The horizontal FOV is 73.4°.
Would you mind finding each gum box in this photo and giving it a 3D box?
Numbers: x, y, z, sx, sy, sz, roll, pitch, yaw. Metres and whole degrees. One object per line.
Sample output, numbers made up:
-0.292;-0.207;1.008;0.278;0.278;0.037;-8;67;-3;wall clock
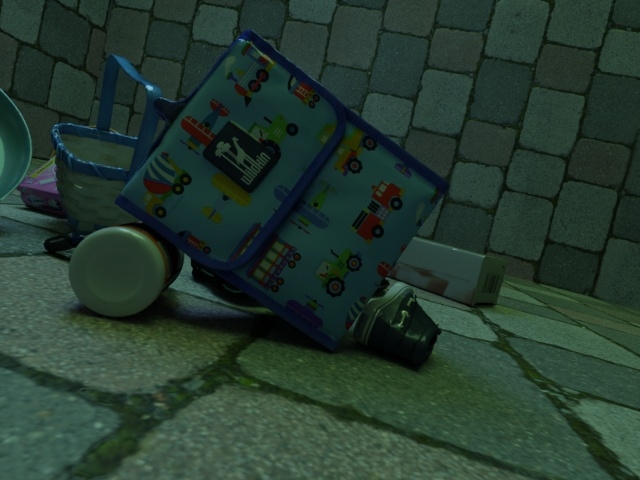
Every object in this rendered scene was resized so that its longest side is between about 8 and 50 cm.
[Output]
-0.538;-0.130;0.926;0.107;0.062;0.189;13;42;4;gum box

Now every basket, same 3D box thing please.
-0.368;-0.167;0.778;0.200;0.289;0.255;0;32;-39;basket

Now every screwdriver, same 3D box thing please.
-0.294;-0.004;0.548;0.169;0.025;0.024;-7;-47;27;screwdriver

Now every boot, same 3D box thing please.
0.113;0.108;0.552;0.086;0.069;0.190;23;16;22;boot

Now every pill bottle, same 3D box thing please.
-0.197;0.022;0.465;0.085;0.086;0.152;13;4;-9;pill bottle

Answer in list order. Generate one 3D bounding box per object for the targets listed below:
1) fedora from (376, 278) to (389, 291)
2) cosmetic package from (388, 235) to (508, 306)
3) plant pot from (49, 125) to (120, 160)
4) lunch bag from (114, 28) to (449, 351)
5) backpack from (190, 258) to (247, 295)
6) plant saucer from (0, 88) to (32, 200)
0.000;0.000;0.912;0.333;0.153;0.334;14;5;-1;fedora
0.319;0.071;1.154;0.153;0.130;0.296;8;8;-44;cosmetic package
-0.545;-0.161;1.111;0.204;0.205;0.188;14;-10;5;plant pot
-0.050;-0.061;0.476;0.293;0.221;0.138;36;-2;-17;lunch bag
-0.078;0.009;0.651;0.188;0.145;0.165;14;-2;-41;backpack
-0.566;-0.147;0.559;0.317;0.318;0.043;10;-35;-43;plant saucer
